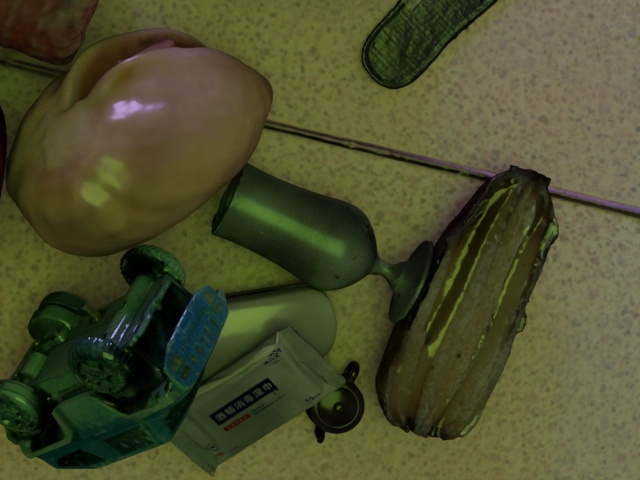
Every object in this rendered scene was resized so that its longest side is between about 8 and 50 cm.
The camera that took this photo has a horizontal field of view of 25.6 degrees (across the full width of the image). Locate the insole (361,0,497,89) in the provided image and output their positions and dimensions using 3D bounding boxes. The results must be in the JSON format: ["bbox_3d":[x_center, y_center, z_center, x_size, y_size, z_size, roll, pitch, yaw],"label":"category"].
[{"bbox_3d":[0.158,-0.299,1.588,0.110,0.012,0.309,43,86,-15],"label":"insole"}]

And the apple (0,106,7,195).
[{"bbox_3d":[-0.481,-0.073,1.340,0.295,0.329,0.365,21,106,-49],"label":"apple"}]

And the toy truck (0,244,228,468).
[{"bbox_3d":[-0.211,0.128,1.423,0.156,0.279,0.155,44,45,-22],"label":"toy truck"}]

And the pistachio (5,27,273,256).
[{"bbox_3d":[-0.173,-0.102,1.426,0.318,0.193,0.213,-29,134,-43],"label":"pistachio"}]

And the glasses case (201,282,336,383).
[{"bbox_3d":[-0.097,0.105,1.555,0.233,0.059,0.092,-11,107,-11],"label":"glasses case"}]

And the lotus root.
[{"bbox_3d":[0.158,0.061,1.603,0.167,0.078,0.329,27,89,-37],"label":"lotus root"}]

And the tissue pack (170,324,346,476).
[{"bbox_3d":[-0.080,0.176,1.549,0.193,0.026,0.122,-35,131,9],"label":"tissue pack"}]

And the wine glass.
[{"bbox_3d":[0.000,0.000,1.542,0.231,0.103,0.103,25,91,-12],"label":"wine glass"}]

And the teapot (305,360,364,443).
[{"bbox_3d":[0.019,0.183,1.598,0.068,0.045,0.100,27,92,-15],"label":"teapot"}]

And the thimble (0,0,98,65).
[{"bbox_3d":[-0.274,-0.297,1.380,0.162,0.239,0.239,26,91,-12],"label":"thimble"}]
